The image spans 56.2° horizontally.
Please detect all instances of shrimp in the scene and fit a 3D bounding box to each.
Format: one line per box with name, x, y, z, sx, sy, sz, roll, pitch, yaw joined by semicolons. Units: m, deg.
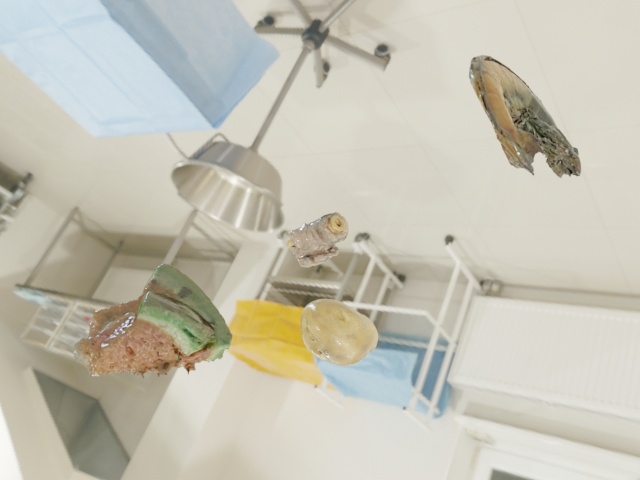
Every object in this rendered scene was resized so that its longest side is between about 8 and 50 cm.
shrimp;0.330;-0.164;0.938;0.290;0.222;0.054;37;128;-24

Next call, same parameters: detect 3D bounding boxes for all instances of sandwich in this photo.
sandwich;-0.357;0.174;1.236;0.250;0.301;0.162;51;145;19

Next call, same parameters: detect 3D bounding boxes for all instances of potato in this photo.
potato;0.019;0.084;0.551;0.083;0.062;0.068;2;-143;-51

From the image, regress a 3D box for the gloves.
gloves;-0.003;0.001;1.255;0.094;0.110;0.144;57;151;9
